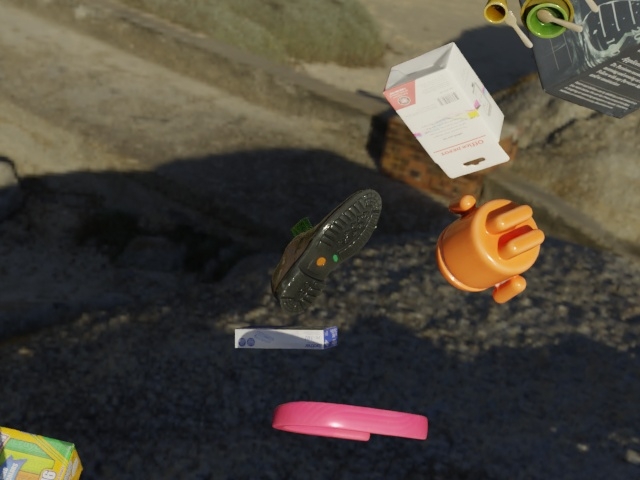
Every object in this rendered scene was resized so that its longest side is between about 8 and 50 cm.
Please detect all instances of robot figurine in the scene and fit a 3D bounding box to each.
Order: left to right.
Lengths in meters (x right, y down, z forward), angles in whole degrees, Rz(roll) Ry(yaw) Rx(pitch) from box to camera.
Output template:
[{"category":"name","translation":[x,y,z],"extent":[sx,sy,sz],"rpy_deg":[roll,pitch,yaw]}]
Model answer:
[{"category":"robot figurine","translation":[0.267,0.008,1.617],"extent":[0.158,0.219,0.128],"rpy_deg":[30,64,-11]}]

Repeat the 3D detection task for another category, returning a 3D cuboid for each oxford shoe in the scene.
[{"category":"oxford shoe","translation":[0.000,0.000,1.541],"extent":[0.083,0.227,0.096],"rpy_deg":[42,3,-37]}]

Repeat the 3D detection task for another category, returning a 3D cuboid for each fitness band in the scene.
[{"category":"fitness band","translation":[0.055,0.332,1.838],"extent":[0.290,0.054,0.209],"rpy_deg":[9,-16,-19]}]

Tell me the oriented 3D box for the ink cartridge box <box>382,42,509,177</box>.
[{"category":"ink cartridge box","translation":[0.199,-0.193,1.523],"extent":[0.115,0.198,0.067],"rpy_deg":[-16,40,35]}]

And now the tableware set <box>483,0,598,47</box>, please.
[{"category":"tableware set","translation":[0.214,-0.232,0.883],"extent":[0.104,0.154,0.024],"rpy_deg":[42,42,-25]}]

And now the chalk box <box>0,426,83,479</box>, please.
[{"category":"chalk box","translation":[-0.521,0.392,1.655],"extent":[0.213,0.132,0.132],"rpy_deg":[12,59,1]}]

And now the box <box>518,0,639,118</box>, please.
[{"category":"box","translation":[0.600,-0.540,1.752],"extent":[0.297,0.471,0.480],"rpy_deg":[7,66,-46]}]

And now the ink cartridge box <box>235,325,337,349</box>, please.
[{"category":"ink cartridge box","translation":[-0.075,0.214,2.206],"extent":[0.207,0.046,0.097],"rpy_deg":[-1,-1,20]}]

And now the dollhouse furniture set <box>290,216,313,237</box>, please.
[{"category":"dollhouse furniture set","translation":[0.018,-0.016,1.746],"extent":[0.151,0.076,0.059],"rpy_deg":[-17,71,-48]}]
